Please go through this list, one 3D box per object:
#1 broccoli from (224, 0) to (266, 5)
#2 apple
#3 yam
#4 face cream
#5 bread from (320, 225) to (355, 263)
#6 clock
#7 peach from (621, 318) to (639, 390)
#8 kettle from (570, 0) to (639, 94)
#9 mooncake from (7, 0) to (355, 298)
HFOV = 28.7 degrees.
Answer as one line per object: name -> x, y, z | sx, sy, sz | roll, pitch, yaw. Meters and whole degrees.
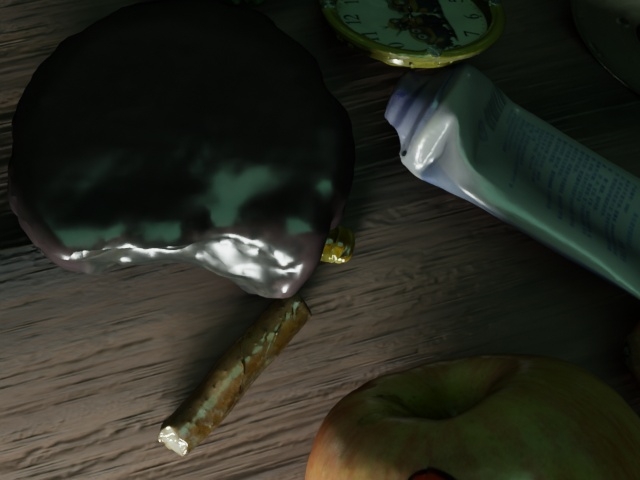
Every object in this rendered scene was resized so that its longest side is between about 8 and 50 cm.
broccoli -> -0.128, -0.456, 1.505 | 0.334, 0.272, 0.324 | -27, 48, -6
apple -> 0.187, 0.308, 1.370 | 0.391, 0.391, 0.347 | -21, 104, -12
yam -> -0.101, 0.158, 1.498 | 0.057, 0.057, 0.241 | 43, 77, -2
face cream -> 0.272, -0.083, 1.544 | 0.420, 0.137, 0.235 | 30, 40, -2
bread -> 0.000, 0.000, 1.549 | 0.088, 0.034, 0.049 | 12, 74, -8
clock -> 0.111, -0.274, 1.557 | 0.237, 0.057, 0.237 | 4, 43, -4
peach -> 0.478, 0.145, 1.527 | 0.232, 0.232, 0.233 | 1, 82, -10
kettle -> 0.561, -0.341, 1.614 | 0.361, 0.250, 0.377 | 46, 74, -22
mooncake -> -0.151, -0.100, 1.444 | 0.381, 0.212, 0.351 | 17, 77, -1
